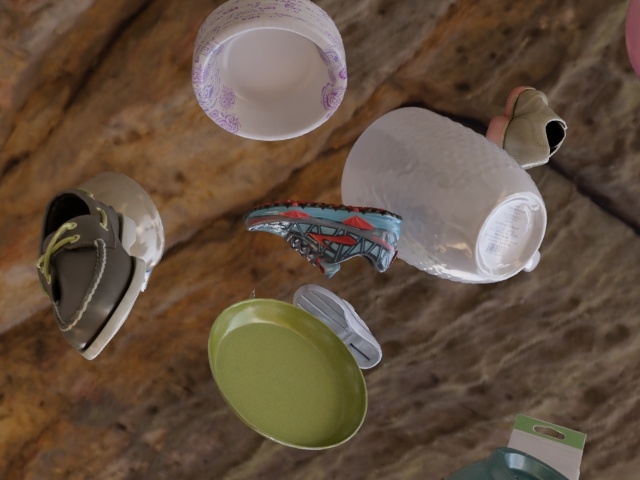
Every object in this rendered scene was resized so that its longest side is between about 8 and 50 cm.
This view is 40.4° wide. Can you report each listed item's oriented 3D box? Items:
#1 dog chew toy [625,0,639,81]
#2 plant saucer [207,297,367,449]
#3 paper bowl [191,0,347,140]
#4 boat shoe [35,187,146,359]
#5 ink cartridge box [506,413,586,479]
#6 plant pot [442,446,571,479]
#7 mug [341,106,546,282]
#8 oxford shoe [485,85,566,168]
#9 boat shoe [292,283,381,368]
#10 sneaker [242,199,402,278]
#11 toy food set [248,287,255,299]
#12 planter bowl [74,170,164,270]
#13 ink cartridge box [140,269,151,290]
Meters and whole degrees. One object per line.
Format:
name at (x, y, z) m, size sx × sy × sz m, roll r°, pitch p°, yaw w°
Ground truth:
dog chew toy at (0.436, -0.156, 0.876) m, size 0.207 × 0.332 × 0.206 m, roll -21°, pitch -139°, yaw 19°
plant saucer at (-0.048, 0.183, 1.173) m, size 0.037 × 0.241 × 0.241 m, roll -52°, pitch -165°, yaw 35°
paper bowl at (-0.095, -0.336, 1.624) m, size 0.284 × 0.284 × 0.148 m, roll -48°, pitch -148°, yaw 40°
boat shoe at (-0.247, 0.024, 0.896) m, size 0.109 × 0.091 × 0.305 m, roll -49°, pitch -157°, yaw 6°
ink cartridge box at (0.504, 0.510, 1.989) m, size 0.235 × 0.171 × 0.056 m, roll -49°, pitch 149°, yaw -55°
plant pot at (0.300, 0.448, 1.348) m, size 0.196 × 0.293 × 0.293 m, roll -62°, pitch -167°, yaw 10°
mug at (0.270, -0.050, 1.626) m, size 0.276 × 0.374 × 0.328 m, roll -56°, pitch -140°, yaw 3°
oxford shoe at (0.466, -0.237, 1.907) m, size 0.397 × 0.147 × 0.140 m, roll -50°, pitch 144°, yaw -54°
boat shoe at (0.022, 0.142, 1.526) m, size 0.083 × 0.226 × 0.076 m, roll -34°, pitch -145°, yaw 9°
sneaker at (0.000, 0.000, 1.422) m, size 0.104 × 0.262 × 0.125 m, roll -38°, pitch 134°, yaw -88°
toy food set at (-0.144, 0.195, 1.583) m, size 0.192 × 0.039 × 0.132 m, roll -102°, pitch -151°, yaw -42°
planter bowl at (-0.322, -0.007, 1.254) m, size 0.109 × 0.162 × 0.162 m, roll -34°, pitch 170°, yaw -48°
ink cartridge box at (-0.375, 0.042, 1.836) m, size 0.122 × 0.052 × 0.088 m, roll 124°, pitch -15°, yaw -61°
